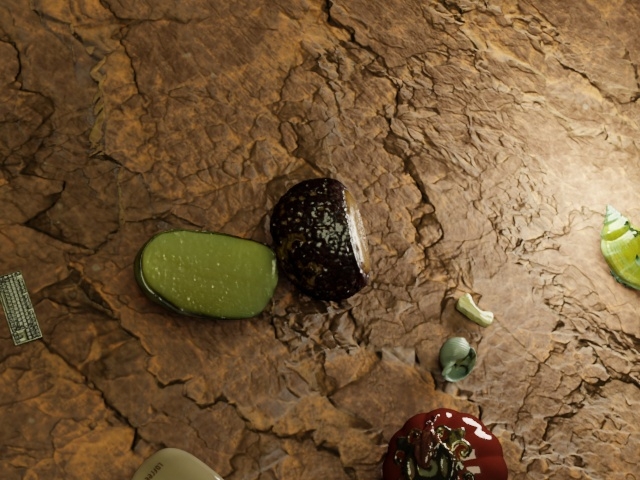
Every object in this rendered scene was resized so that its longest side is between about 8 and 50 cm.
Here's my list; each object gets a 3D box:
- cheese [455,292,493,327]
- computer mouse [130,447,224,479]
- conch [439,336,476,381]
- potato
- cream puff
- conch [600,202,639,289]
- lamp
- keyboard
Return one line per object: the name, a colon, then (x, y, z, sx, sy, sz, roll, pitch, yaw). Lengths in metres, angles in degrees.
cheese: (0.314, 0.142, 1.900, 0.083, 0.030, 0.044, 34, 70, 3)
computer mouse: (-0.215, 0.458, 1.581, 0.236, 0.082, 0.145, 44, 63, 2)
conch: (0.265, 0.232, 1.838, 0.076, 0.056, 0.085, 35, 93, -22)
potato: (-0.219, 0.070, 1.708, 0.272, 0.111, 0.160, 7, 76, -30)
cream puff: (0.000, 0.000, 1.748, 0.165, 0.239, 0.239, -15, 74, 8)
conch: (0.661, 0.015, 2.043, 0.095, 0.079, 0.200, -13, 83, -3)
lamp: (0.218, 0.412, 1.666, 0.227, 0.227, 0.227, 6, 69, -16)
keyboard: (-0.531, 0.117, 1.640, 0.049, 0.015, 0.129, -16, 76, -23)
